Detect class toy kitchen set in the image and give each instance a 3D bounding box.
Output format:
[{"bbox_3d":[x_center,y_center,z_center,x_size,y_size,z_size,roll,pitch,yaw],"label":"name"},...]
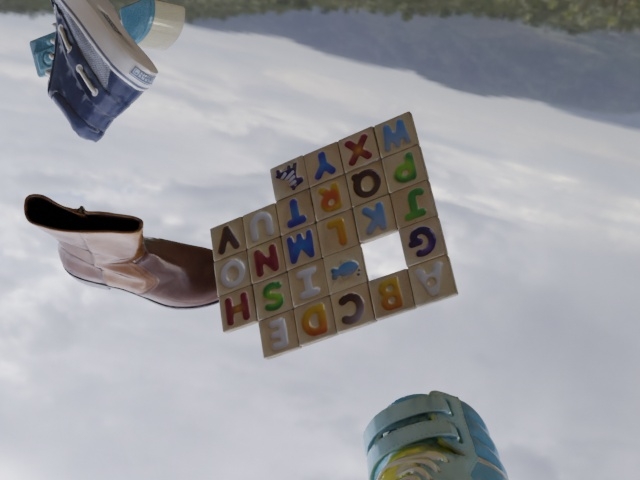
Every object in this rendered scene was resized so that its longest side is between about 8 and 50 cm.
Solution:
[{"bbox_3d":[-0.257,-0.293,0.945,0.166,0.207,0.122,-12,-179,25],"label":"toy kitchen set"}]

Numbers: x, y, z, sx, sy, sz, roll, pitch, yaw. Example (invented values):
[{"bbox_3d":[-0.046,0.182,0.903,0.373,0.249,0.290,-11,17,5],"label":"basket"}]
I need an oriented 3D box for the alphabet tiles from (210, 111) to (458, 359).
[{"bbox_3d":[0.000,0.000,0.868,0.237,0.198,0.009,-21,152,19],"label":"alphabet tiles"}]

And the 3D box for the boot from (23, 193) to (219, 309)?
[{"bbox_3d":[-0.232,0.006,1.192,0.264,0.096,0.280,15,162,-1],"label":"boot"}]

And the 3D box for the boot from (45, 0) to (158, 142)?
[{"bbox_3d":[-0.221,-0.175,0.800,0.069,0.086,0.190,28,-159,-53],"label":"boot"}]

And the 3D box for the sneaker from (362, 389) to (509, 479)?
[{"bbox_3d":[0.062,0.202,0.714,0.319,0.127,0.208,34,-154,-48],"label":"sneaker"}]
